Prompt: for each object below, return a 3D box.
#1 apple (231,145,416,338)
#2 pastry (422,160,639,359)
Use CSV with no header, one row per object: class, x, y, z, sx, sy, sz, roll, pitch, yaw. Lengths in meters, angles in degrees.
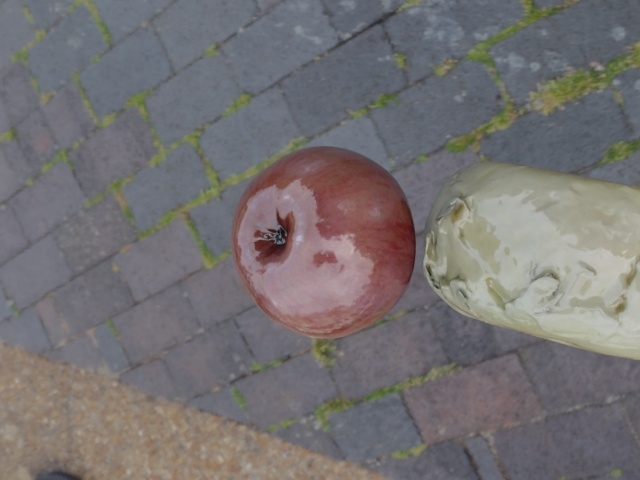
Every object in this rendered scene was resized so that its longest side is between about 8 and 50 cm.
apple,0.000,0.000,0.686,0.153,0.120,0.153,-6,82,49
pastry,0.208,0.017,0.693,0.265,0.265,0.133,14,90,28
